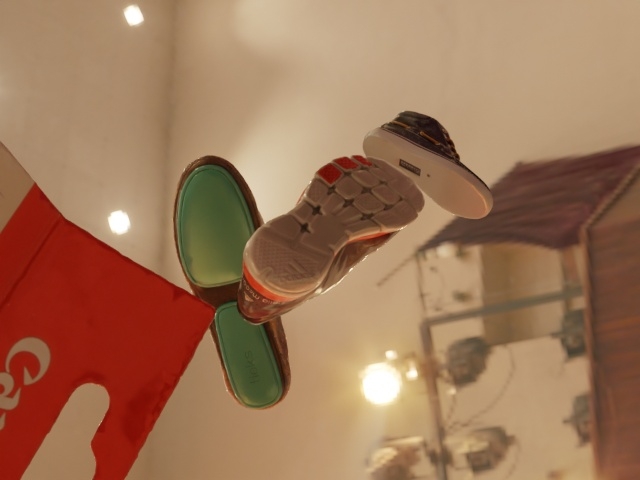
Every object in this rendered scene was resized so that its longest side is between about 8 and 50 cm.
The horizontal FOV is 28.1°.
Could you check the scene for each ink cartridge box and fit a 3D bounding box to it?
[{"bbox_3d":[-0.280,0.053,0.777,0.385,0.091,0.308,33,-118,-9],"label":"ink cartridge box"}]

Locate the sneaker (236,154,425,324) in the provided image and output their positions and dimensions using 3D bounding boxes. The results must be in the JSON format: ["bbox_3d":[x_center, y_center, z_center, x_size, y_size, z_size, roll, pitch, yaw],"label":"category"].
[{"bbox_3d":[0.000,0.000,0.778,0.061,0.065,0.158,46,-134,14],"label":"sneaker"}]

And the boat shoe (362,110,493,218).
[{"bbox_3d":[0.147,-0.100,1.564,0.083,0.183,0.065,-41,-27,-37],"label":"boat shoe"}]

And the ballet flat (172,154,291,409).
[{"bbox_3d":[-0.102,0.044,1.503,0.106,0.107,0.316,-72,-26,-71],"label":"ballet flat"}]
